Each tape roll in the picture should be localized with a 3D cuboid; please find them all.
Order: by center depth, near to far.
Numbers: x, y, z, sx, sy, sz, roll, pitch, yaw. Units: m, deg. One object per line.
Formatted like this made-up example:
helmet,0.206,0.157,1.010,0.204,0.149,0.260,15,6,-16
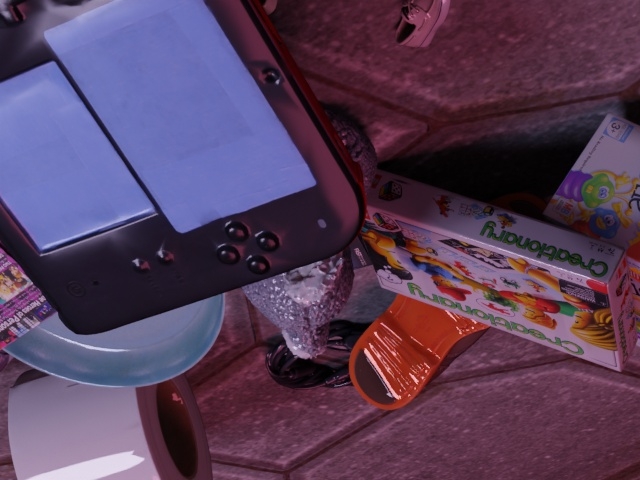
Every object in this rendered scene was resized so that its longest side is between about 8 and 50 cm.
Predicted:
tape roll,-0.252,0.252,1.949,0.169,0.246,0.246,-17,150,10

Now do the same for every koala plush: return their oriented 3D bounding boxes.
koala plush,-0.025,-0.005,1.604,0.203,0.221,0.196,-6,150,-10

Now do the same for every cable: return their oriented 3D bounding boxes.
cable,0.009,0.154,2.083,0.185,0.047,0.150,0,154,-24

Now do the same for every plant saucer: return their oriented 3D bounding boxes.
plant saucer,-0.244,0.020,1.625,0.318,0.043,0.317,8,129,10

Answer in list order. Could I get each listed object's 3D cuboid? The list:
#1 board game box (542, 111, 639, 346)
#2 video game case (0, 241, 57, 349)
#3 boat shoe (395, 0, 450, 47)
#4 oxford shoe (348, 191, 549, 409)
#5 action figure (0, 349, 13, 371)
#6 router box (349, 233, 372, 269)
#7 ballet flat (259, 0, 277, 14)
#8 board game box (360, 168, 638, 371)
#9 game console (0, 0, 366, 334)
board game box,0.357,0.002,1.769,0.144,0.142,0.275,-55,155,-13
video game case,-0.400,0.037,1.627,0.232,0.042,0.210,-33,112,32
boat shoe,0.093,-0.213,1.477,0.035,0.035,0.100,-5,157,-17
oxford shoe,0.172,0.058,1.927,0.363,0.130,0.133,-47,168,36
action figure,-0.370,0.108,1.811,0.285,0.099,0.185,-36,138,12
router box,0.000,0.000,1.807,0.092,0.038,0.122,-17,150,9
ballet flat,-0.030,-0.232,1.358,0.232,0.073,0.080,-28,145,26
board game box,0.189,0.031,1.728,0.305,0.053,0.193,19,155,26
game console,-0.175,-0.100,1.384,0.342,0.060,0.386,-21,121,18
